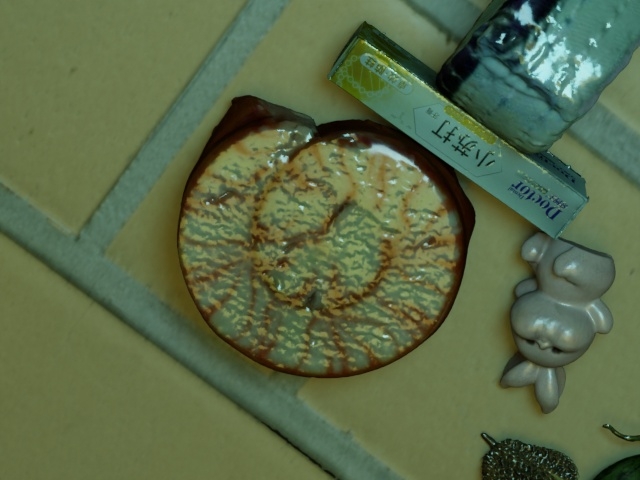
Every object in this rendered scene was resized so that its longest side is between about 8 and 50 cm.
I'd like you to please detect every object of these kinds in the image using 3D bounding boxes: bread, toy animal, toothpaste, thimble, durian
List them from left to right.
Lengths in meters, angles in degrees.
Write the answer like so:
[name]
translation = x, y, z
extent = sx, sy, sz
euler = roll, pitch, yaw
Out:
[bread]
translation = 0.002, 0.004, 1.584
extent = 0.327, 0.114, 0.295
euler = 12, 105, -1
[toothpaste]
translation = 0.153, -0.121, 1.551
extent = 0.313, 0.089, 0.071
euler = 35, 110, -5
[durian]
translation = 0.241, 0.284, 1.665
extent = 0.140, 0.071, 0.110
euler = 43, 103, -2
[thimble]
translation = 0.234, -0.205, 1.451
extent = 0.150, 0.237, 0.237
euler = 36, 104, -4
[toy animal]
translation = 0.264, 0.102, 1.592
extent = 0.124, 0.124, 0.212
euler = 15, 102, 0

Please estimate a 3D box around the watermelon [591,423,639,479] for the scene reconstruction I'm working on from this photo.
[watermelon]
translation = 0.399, 0.357, 1.642
extent = 0.204, 0.127, 0.232
euler = 15, 104, -5
